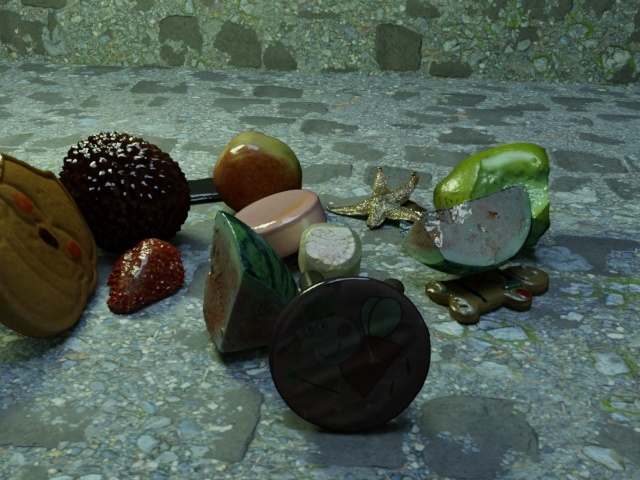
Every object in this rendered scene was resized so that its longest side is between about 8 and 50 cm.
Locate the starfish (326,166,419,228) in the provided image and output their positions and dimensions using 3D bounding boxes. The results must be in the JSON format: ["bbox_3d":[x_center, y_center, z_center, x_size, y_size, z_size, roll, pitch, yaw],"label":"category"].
[{"bbox_3d":[0.163,-0.112,2.254,0.295,0.048,0.231,4,51,32],"label":"starfish"}]

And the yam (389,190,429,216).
[{"bbox_3d":[0.236,-0.088,2.254,0.057,0.057,0.241,-14,27,-30],"label":"yam"}]

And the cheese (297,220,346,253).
[{"bbox_3d":[0.000,0.000,2.050,0.135,0.052,0.245,5,24,2],"label":"cheese"}]

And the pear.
[{"bbox_3d":[0.425,-0.125,2.068,0.282,0.286,0.176,4,-20,6],"label":"pear"}]

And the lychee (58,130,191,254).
[{"bbox_3d":[-0.468,-0.114,2.003,0.306,0.330,0.306,-16,42,15],"label":"lychee"}]

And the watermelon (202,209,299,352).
[{"bbox_3d":[-0.160,0.091,1.627,0.201,0.262,0.213,-34,35,-2],"label":"watermelon"}]

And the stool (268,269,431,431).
[{"bbox_3d":[0.048,0.175,1.440,0.272,0.272,0.178,1,11,0],"label":"stool"}]

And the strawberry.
[{"bbox_3d":[-0.388,0.058,1.833,0.175,0.107,0.236,-4,25,-12],"label":"strawberry"}]

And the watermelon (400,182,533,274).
[{"bbox_3d":[0.348,-0.022,1.865,0.305,0.180,0.224,-20,28,-27],"label":"watermelon"}]

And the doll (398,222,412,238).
[{"bbox_3d":[0.255,0.007,2.034,0.096,0.070,0.195,11,21,-42],"label":"doll"}]

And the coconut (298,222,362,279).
[{"bbox_3d":[0.020,0.040,1.856,0.147,0.153,0.147,0,62,0],"label":"coconut"}]

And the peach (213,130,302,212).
[{"bbox_3d":[-0.155,-0.172,2.244,0.256,0.232,0.232,36,17,-18],"label":"peach"}]

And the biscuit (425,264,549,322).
[{"bbox_3d":[0.385,0.102,1.854,0.301,0.049,0.197,-11,29,-27],"label":"biscuit"}]

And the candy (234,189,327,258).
[{"bbox_3d":[-0.114,-0.034,1.995,0.255,0.094,0.255,-19,22,8],"label":"candy"}]

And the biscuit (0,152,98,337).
[{"bbox_3d":[-0.585,0.004,1.698,0.078,0.350,0.455,-24,38,12],"label":"biscuit"}]

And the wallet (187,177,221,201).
[{"bbox_3d":[-0.331,-0.147,2.385,0.285,0.030,0.146,-7,29,-20],"label":"wallet"}]
